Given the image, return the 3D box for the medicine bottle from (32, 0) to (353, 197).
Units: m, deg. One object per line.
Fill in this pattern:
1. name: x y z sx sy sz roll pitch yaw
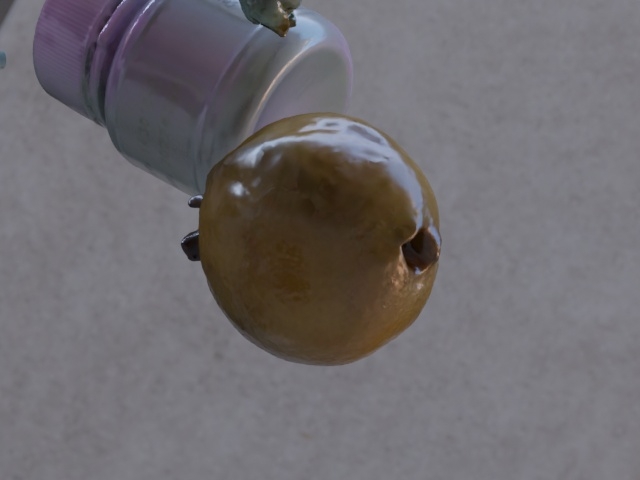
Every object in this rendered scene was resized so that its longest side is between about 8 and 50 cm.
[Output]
1. medicine bottle: -0.144 -0.186 1.878 0.302 0.241 0.241 28 -23 24

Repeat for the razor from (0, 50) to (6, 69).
1. razor: -0.376 -0.177 1.603 0.191 0.068 0.037 0 3 -43

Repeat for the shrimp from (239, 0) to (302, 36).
1. shrimp: -0.096 -0.239 1.414 0.166 0.161 0.049 -9 -3 12

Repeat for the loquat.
1. loquat: 0.000 0.000 1.497 0.238 0.193 0.238 16 -59 29
